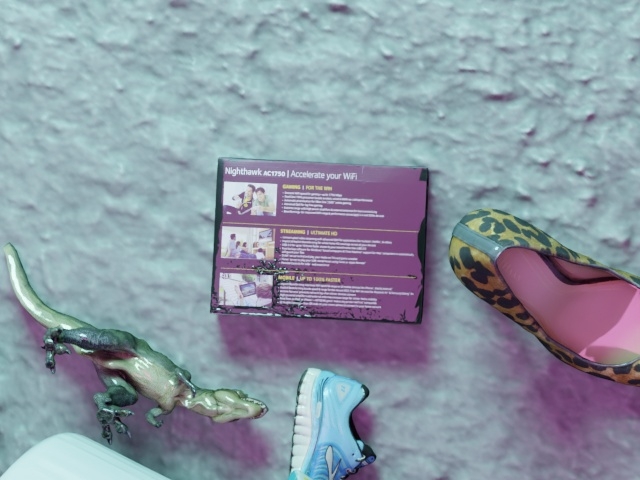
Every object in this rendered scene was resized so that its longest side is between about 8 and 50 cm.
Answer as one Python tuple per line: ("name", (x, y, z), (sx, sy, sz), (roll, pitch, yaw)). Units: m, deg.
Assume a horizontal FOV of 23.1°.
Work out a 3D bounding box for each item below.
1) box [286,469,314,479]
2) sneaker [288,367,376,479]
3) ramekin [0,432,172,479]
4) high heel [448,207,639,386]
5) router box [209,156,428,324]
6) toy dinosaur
("box", (0.064, 0.287, 1.261), (0.244, 0.100, 0.060), (36, 95, -16))
("sneaker", (0.010, 0.191, 1.313), (0.073, 0.063, 0.162), (5, 92, 0))
("ramekin", (-0.212, 0.286, 1.230), (0.135, 0.277, 0.277), (30, 93, 10))
("high heel", (0.215, 0.060, 1.235), (0.261, 0.186, 0.093), (29, 93, 2))
("router box", (0.000, 0.000, 1.316), (0.178, 0.046, 0.133), (3, 91, 3))
("toy dinosaur", (-0.176, 0.099, 1.296), (0.268, 0.118, 0.064), (33, 110, 3))
